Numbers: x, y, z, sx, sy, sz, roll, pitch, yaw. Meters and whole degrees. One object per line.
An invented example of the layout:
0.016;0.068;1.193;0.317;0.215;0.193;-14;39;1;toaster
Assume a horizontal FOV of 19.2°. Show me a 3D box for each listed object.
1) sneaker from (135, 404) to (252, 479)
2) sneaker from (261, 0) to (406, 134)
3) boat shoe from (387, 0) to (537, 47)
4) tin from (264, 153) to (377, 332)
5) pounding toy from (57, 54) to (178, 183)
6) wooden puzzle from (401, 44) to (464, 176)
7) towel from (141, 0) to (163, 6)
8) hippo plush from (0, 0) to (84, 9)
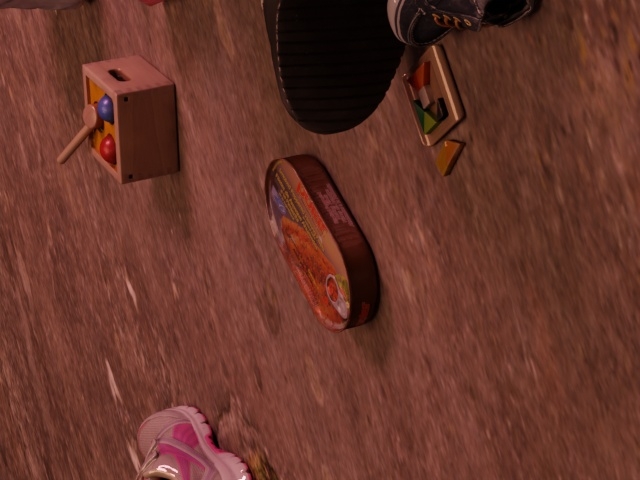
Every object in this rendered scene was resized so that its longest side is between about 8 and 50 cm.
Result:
-0.171;0.272;2.225;0.252;0.111;0.103;30;128;60;sneaker
-0.005;-0.252;1.580;0.146;0.122;0.331;-178;87;-68;sneaker
0.106;-0.180;1.420;0.083;0.065;0.183;69;154;22;boat shoe
0.000;0.000;1.793;0.106;0.040;0.190;101;147;-51;tin
-0.237;-0.133;2.175;0.141;0.100;0.130;40;137;54;pounding toy
0.090;-0.117;1.555;0.116;0.014;0.078;70;155;17;wooden puzzle
-0.235;-0.298;1.991;0.144;0.197;0.029;-2;70;66;towel
-0.419;-0.399;2.260;0.234;0.294;0.237;20;115;37;hippo plush
